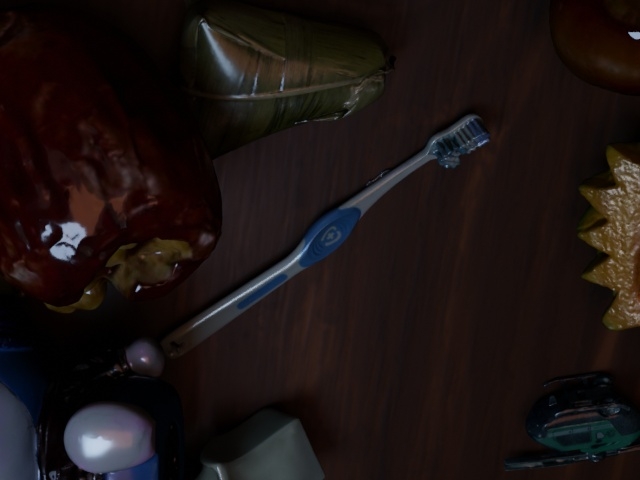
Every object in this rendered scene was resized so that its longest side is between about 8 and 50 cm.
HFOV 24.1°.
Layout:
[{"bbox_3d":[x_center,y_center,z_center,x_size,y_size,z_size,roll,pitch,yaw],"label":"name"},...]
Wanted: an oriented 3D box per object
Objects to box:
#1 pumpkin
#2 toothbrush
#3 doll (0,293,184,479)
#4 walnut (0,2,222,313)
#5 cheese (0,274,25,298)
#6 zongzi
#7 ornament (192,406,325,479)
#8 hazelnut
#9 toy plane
[{"bbox_3d":[0.337,-0.012,1.465,0.130,0.149,0.254,14,118,32],"label":"pumpkin"},{"bbox_3d":[-0.002,-0.003,1.443,0.386,0.040,0.040,-34,110,8],"label":"toothbrush"},{"bbox_3d":[-0.282,0.190,1.340,0.310,0.240,0.284,2,98,7],"label":"doll"},{"bbox_3d":[-0.226,-0.056,1.271,0.244,0.222,0.269,-42,67,34],"label":"walnut"},{"bbox_3d":[-0.301,0.033,1.404,0.084,0.041,0.060,-10,103,12],"label":"cheese"},{"bbox_3d":[-0.041,-0.112,1.370,0.205,0.094,0.204,10,117,-14],"label":"zongzi"},{"bbox_3d":[-0.124,0.271,1.442,0.285,0.120,0.130,-43,111,-8],"label":"ornament"},{"bbox_3d":[0.311,-0.210,1.349,0.204,0.178,0.178,-40,113,-26],"label":"hazelnut"},{"bbox_3d":[0.303,0.188,1.535,0.235,0.060,0.096,-7,117,-3],"label":"toy plane"}]
